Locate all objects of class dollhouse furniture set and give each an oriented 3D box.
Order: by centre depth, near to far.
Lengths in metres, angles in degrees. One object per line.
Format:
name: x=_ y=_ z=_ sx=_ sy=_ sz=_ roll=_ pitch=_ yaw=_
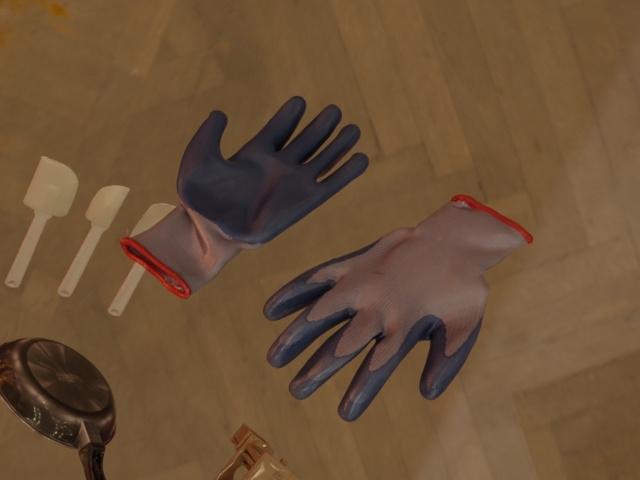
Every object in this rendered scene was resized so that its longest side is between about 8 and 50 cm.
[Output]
dollhouse furniture set: x=-0.051 y=0.322 z=1.481 sx=0.161 sy=0.182 sz=0.101 roll=41 pitch=84 yaw=-10

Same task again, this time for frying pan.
frying pan: x=-0.334 y=0.232 z=1.600 sx=0.197 sy=0.326 sz=0.053 roll=30 pitch=110 yaw=-30

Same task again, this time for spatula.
spatula: x=-0.244 y=0.009 z=1.322 sx=0.168 sy=0.019 sz=0.242 roll=17 pitch=141 yaw=-16

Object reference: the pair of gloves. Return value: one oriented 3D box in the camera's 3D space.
pair of gloves: x=0.000 y=0.000 z=0.622 sx=0.198 sy=0.159 sz=0.023 roll=33 pitch=141 yaw=21
